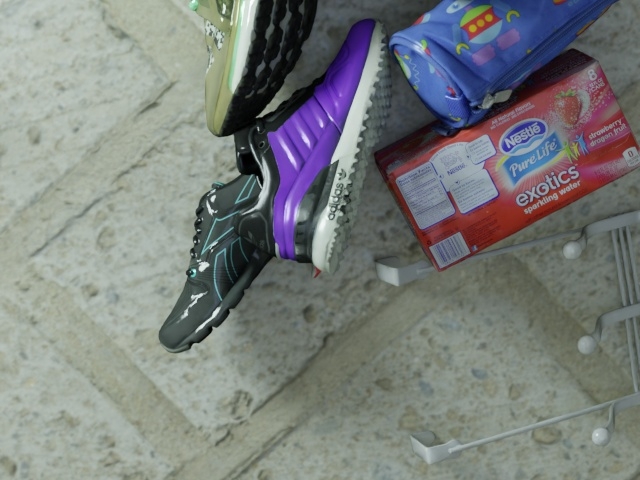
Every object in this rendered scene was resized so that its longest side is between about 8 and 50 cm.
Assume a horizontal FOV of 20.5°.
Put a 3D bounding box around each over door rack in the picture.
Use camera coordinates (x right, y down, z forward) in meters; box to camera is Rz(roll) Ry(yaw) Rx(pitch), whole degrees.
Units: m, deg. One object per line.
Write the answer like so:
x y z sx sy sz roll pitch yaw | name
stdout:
0.244 0.113 1.976 0.324 0.108 0.239 -11 104 -3 | over door rack

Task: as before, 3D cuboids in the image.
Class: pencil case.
0.219 -0.240 1.847 0.306 0.133 0.119 -37 149 -10 | pencil case

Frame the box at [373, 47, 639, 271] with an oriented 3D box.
0.201 -0.090 1.914 0.257 0.122 0.128 -28 105 2 | box

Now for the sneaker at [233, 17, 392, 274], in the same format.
-0.016 -0.115 1.854 0.146 0.102 0.293 11 65 12 | sneaker

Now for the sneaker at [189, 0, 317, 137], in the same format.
-0.106 -0.315 1.848 0.182 0.158 0.410 12 106 23 | sneaker

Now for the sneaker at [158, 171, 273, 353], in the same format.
-0.100 0.002 1.930 0.106 0.101 0.267 38 88 -3 | sneaker

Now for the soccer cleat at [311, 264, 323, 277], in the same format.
0.000 0.000 1.965 0.035 0.029 0.083 20 97 -1 | soccer cleat
